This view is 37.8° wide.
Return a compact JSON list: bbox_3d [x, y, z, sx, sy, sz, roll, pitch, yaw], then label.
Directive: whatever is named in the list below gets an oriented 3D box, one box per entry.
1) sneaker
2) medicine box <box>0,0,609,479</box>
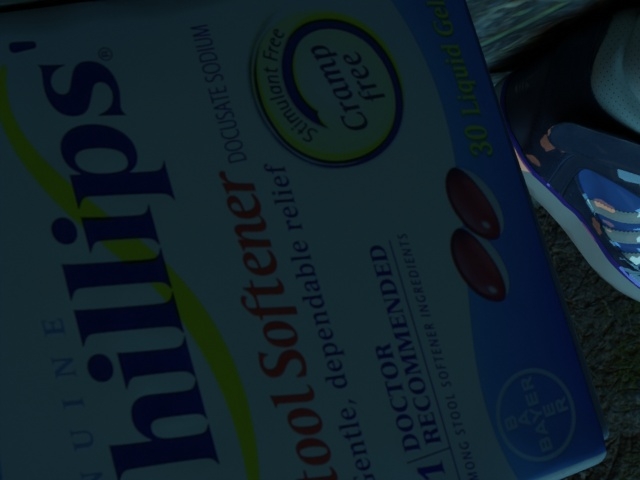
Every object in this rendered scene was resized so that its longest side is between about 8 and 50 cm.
[{"bbox_3d":[0.304,-0.053,0.723,0.236,0.322,0.130,-18,-140,59],"label":"sneaker"},{"bbox_3d":[-0.047,0.025,0.467,0.289,0.264,0.149,-14,174,-22],"label":"medicine box"}]
